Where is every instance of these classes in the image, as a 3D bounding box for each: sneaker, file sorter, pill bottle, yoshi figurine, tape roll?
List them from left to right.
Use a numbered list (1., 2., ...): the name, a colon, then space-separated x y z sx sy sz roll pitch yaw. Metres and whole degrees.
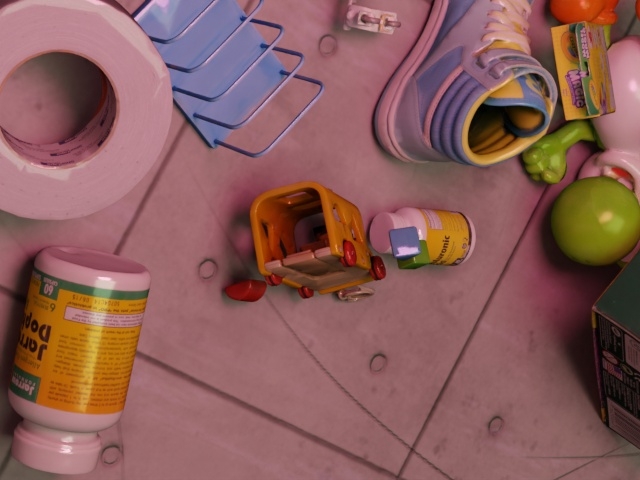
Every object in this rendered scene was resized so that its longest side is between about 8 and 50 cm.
1. tape roll: -0.252 -0.132 1.458 0.219 0.072 0.219 -8 114 -18
2. pill bottle: -0.244 0.119 1.542 0.117 0.117 0.208 7 100 -36
3. file sorter: -0.093 -0.184 1.568 0.118 0.104 0.170 -48 124 -15
4. pill bottle: 0.116 -0.005 1.790 0.116 0.065 0.065 5 101 -35
5. sneaker: 0.207 -0.213 1.703 0.127 0.208 0.319 28 87 -34
6. yoshi figurine: 0.351 -0.120 1.857 0.203 0.203 0.362 -9 112 -16

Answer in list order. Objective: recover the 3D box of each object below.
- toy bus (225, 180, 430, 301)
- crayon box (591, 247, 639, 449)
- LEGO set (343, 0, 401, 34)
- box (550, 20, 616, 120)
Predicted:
1. toy bus: 0.001 -0.003 1.682 0.191 0.202 0.104 -3 75 -27
2. crayon box: 0.479 0.074 1.950 0.313 0.106 0.363 -47 152 -14
3. LEGO set: 0.052 -0.365 1.643 0.132 0.107 0.287 10 94 -71
4. box: 0.289 -0.186 1.711 0.179 0.043 0.105 -20 101 -74
